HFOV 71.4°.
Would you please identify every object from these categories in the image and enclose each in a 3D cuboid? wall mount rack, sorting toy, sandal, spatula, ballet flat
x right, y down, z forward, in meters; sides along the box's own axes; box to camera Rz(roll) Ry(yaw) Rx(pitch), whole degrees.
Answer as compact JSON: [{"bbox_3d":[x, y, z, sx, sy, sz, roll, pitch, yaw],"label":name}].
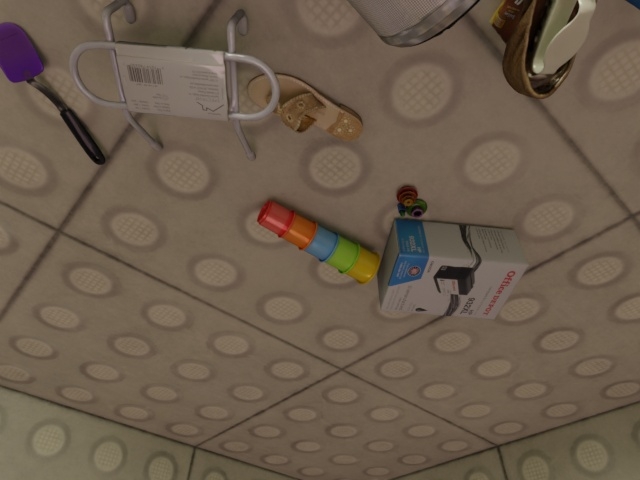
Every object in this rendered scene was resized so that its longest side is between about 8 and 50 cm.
[{"bbox_3d":[-0.240,-0.258,0.808,0.351,0.130,0.303,7,131,1],"label":"wall mount rack"},{"bbox_3d":[0.209,-0.078,1.033,0.061,0.042,0.102,-26,129,24],"label":"sorting toy"},{"bbox_3d":[-0.026,-0.241,0.852,0.240,0.079,0.088,18,132,-16],"label":"sandal"},{"bbox_3d":[-0.519,-0.269,0.870,0.084,0.030,0.296,-15,132,13],"label":"spatula"},{"bbox_3d":[0.321,-0.335,0.564,0.116,0.124,0.342,1,136,-1],"label":"ballet flat"}]

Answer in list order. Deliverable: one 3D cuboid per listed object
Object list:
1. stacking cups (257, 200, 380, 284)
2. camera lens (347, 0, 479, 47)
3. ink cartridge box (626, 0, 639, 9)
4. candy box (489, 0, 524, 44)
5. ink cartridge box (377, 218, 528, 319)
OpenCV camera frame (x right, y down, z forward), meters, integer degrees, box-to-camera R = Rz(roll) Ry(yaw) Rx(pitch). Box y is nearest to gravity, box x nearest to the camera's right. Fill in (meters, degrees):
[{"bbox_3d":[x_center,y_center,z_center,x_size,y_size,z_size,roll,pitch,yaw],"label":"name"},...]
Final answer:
[{"bbox_3d":[0.000,0.000,1.084,0.316,0.095,0.096,30,128,-24],"label":"stacking cups"},{"bbox_3d":[0.098,-0.417,0.579,0.274,0.219,0.219,36,125,-29],"label":"camera lens"},{"bbox_3d":[0.529,-0.452,0.489,0.167,0.285,0.394,-5,134,7],"label":"ink cartridge box"},{"bbox_3d":[0.346,-0.392,0.675,0.053,0.109,0.186,16,132,-15],"label":"candy box"},{"bbox_3d":[0.318,0.078,1.123,0.308,0.128,0.223,5,134,-4],"label":"ink cartridge box"}]
